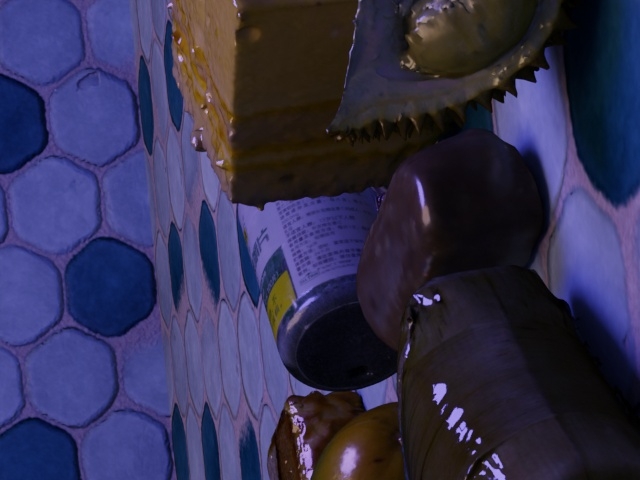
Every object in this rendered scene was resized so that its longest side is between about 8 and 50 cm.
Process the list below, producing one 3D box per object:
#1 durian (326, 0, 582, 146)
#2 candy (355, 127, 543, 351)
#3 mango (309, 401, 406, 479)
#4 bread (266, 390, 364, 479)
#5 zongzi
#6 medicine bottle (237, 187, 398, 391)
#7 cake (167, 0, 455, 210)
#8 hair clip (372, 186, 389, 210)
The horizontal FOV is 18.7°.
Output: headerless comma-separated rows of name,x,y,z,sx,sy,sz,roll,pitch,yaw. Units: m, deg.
durian,0.095,-0.215,1.346,0.172,0.166,0.306,-116,34,-52
candy,0.100,0.004,1.545,0.234,0.104,0.102,106,150,-58
mango,0.057,0.221,1.747,0.156,0.114,0.251,-65,-11,-4
bread,0.005,0.283,2.086,0.181,0.096,0.222,113,150,-59
zongzi,0.143,0.226,1.369,0.323,0.160,0.360,-106,9,-59
medicine bottle,0.000,0.000,1.890,0.293,0.141,0.141,-108,18,-46
cake,-0.003,-0.209,1.638,0.222,0.227,0.286,-116,22,-47
hair clip,0.054,-0.079,1.796,0.116,0.049,0.172,59,-172,-59
